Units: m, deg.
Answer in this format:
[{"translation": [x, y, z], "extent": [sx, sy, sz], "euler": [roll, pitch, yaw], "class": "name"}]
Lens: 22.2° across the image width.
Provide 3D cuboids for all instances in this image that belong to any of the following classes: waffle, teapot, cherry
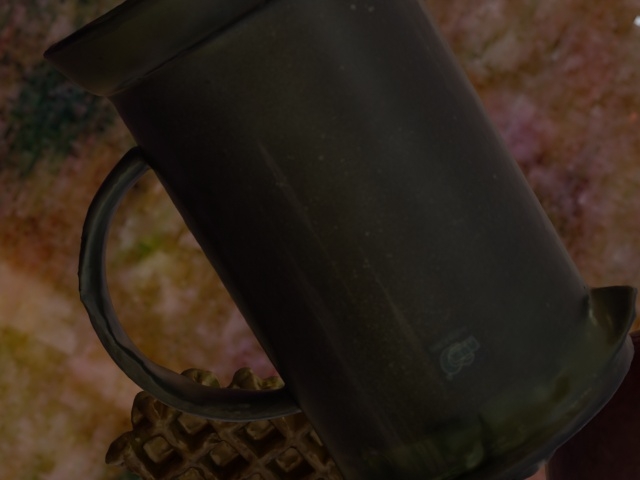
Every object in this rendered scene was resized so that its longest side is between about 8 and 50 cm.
[{"translation": [-0.063, 0.229, 1.330], "extent": [0.056, 0.249, 0.253], "euler": [-103, -149, -71], "class": "waffle"}, {"translation": [0.000, 0.000, 0.891], "extent": [0.270, 0.337, 0.200], "euler": [-30, -169, 10], "class": "teapot"}, {"translation": [0.277, 0.181, 1.334], "extent": [0.206, 0.239, 0.239], "euler": [-21, -156, 20], "class": "cherry"}]
